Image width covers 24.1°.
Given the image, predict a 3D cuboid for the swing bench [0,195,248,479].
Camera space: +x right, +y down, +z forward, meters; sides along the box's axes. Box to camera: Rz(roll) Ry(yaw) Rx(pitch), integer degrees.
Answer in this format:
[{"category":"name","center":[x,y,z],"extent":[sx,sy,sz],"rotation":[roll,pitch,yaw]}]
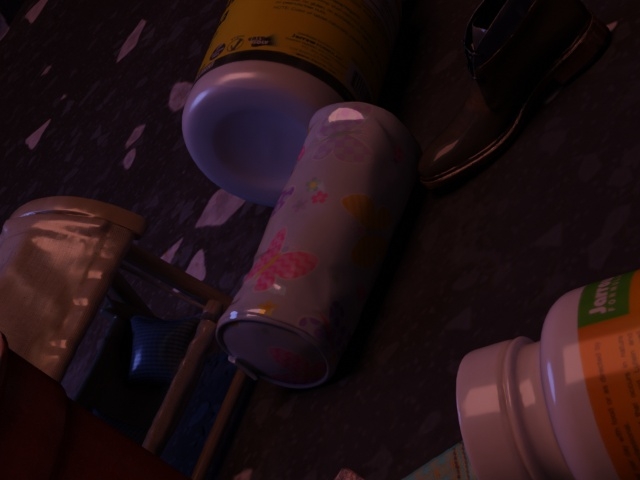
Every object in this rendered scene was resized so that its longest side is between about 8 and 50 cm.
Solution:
[{"category":"swing bench","center":[-0.213,0.122,1.376],"extent":[0.165,0.254,0.253],"rotation":[-21,37,45]}]

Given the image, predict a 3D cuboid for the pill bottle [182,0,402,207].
[{"category":"pill bottle","center":[-0.017,-0.210,1.607],"extent":[0.188,0.188,0.334],"rotation":[-27,32,39]}]

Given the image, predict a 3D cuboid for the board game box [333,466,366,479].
[{"category":"board game box","center":[0.069,0.285,0.649],"extent":[0.232,0.291,0.141],"rotation":[-52,25,-8]}]

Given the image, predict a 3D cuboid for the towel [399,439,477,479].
[{"category":"towel","center":[0.083,0.240,0.988],"extent":[0.370,0.040,0.271],"rotation":[-36,27,26]}]

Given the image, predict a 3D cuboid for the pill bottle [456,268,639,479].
[{"category":"pill bottle","center":[0.207,0.079,0.838],"extent":[0.245,0.136,0.136],"rotation":[-19,36,24]}]

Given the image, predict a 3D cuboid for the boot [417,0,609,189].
[{"category":"boot","center":[0.146,-0.150,1.353],"extent":[0.219,0.106,0.082],"rotation":[-44,25,9]}]

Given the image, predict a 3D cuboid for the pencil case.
[{"category":"pencil case","center":[0.000,0.000,1.369],"extent":[0.124,0.113,0.273],"rotation":[-10,45,39]}]

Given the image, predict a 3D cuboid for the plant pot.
[{"category":"plant pot","center":[-0.201,0.248,1.136],"extent":[0.272,0.265,0.272],"rotation":[-48,22,26]}]
